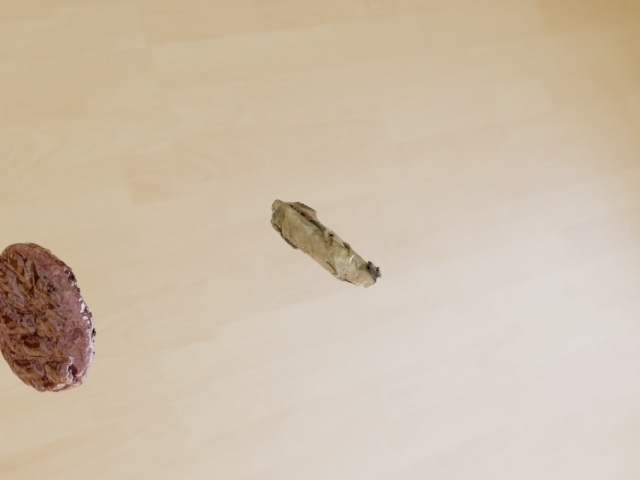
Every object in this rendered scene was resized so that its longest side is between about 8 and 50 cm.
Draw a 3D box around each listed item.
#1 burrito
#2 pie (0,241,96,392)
[{"bbox_3d":[-0.002,0.001,1.128,0.042,0.171,0.051,-44,122,-3],"label":"burrito"},{"bbox_3d":[-0.266,0.073,1.132,0.036,0.154,0.154,-22,90,-44],"label":"pie"}]
